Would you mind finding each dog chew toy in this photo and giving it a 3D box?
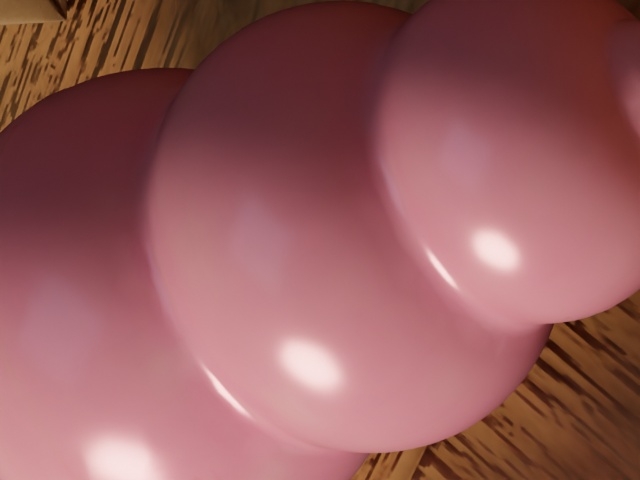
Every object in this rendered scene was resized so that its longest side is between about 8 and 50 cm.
[{"bbox_3d":[0.000,0.000,0.732,0.332,0.206,0.207,-25,78,34],"label":"dog chew toy"}]

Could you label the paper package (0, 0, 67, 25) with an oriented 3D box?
[{"bbox_3d":[-0.325,-0.219,0.924,0.325,0.309,0.168,23,113,40],"label":"paper package"}]
